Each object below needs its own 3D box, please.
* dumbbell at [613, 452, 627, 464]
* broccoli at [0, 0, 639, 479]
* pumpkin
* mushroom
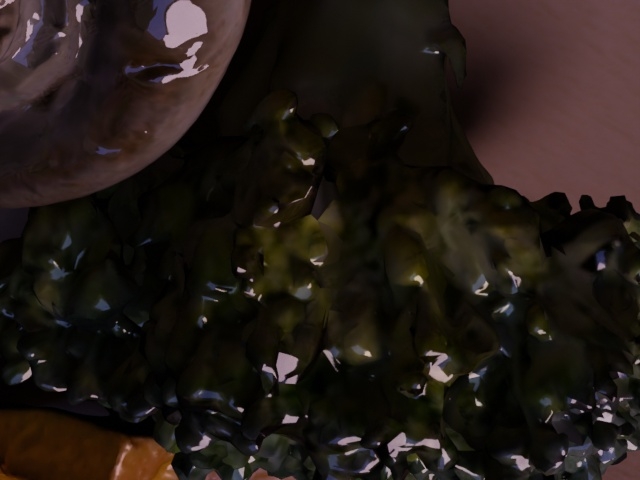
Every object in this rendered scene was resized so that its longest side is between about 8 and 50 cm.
[{"bbox_3d":[0.095,0.114,1.205,0.254,0.110,0.110,-14,143,5],"label":"dumbbell"},{"bbox_3d":[0.004,0.025,0.912,0.324,0.272,0.334,-30,-173,-1],"label":"broccoli"},{"bbox_3d":[-0.111,0.139,1.073,0.290,0.095,0.258,9,172,-20],"label":"pumpkin"},{"bbox_3d":[-0.137,-0.113,0.735,0.226,0.178,0.226,1,122,2],"label":"mushroom"}]
